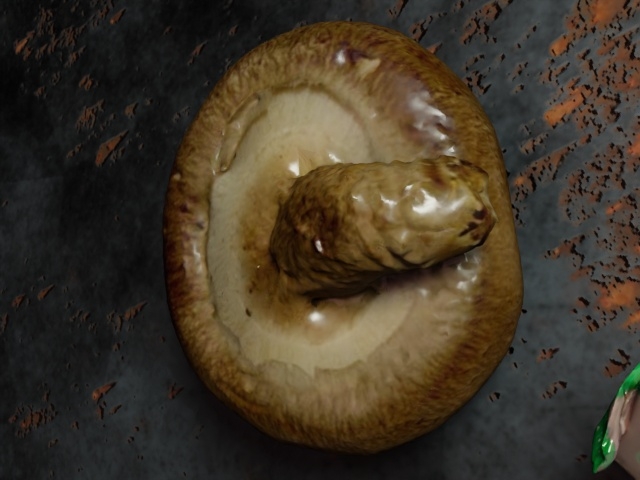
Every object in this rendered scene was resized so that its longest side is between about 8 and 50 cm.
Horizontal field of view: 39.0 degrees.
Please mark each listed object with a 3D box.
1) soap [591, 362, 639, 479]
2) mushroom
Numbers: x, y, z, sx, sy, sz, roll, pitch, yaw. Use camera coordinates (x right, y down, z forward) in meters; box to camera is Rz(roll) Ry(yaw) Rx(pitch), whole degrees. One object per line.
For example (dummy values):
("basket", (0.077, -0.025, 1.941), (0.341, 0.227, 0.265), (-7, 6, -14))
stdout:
("soap", (0.324, 0.151, 0.529), (0.273, 0.218, 0.098), (44, 145, 31))
("mushroom", (0.013, 0.004, 0.753), (0.345, 0.239, 0.345), (-23, 51, 31))
